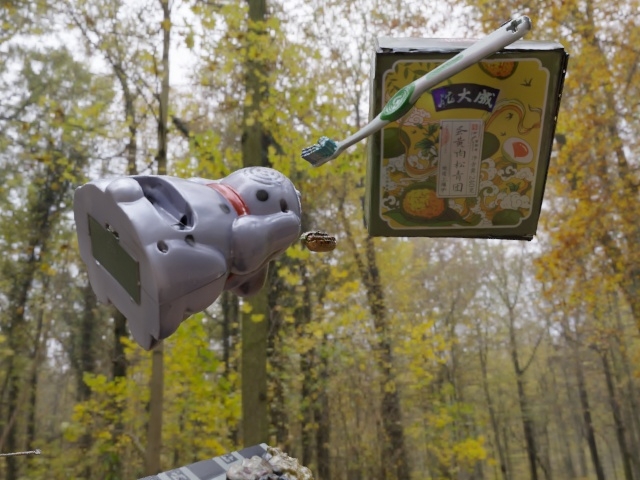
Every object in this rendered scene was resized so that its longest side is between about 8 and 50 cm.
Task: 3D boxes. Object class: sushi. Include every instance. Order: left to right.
[{"bbox_3d":[-0.060,0.283,0.759,0.192,0.050,0.215,31,15,34],"label":"sushi"}]

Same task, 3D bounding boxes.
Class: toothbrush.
[{"bbox_3d":[0.129,-0.209,1.012,0.418,0.042,0.040,-26,-42,36],"label":"toothbrush"}]

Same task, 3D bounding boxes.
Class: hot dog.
[{"bbox_3d":[0.000,0.000,1.373,0.037,0.049,0.122,-51,-19,19],"label":"hot dog"}]

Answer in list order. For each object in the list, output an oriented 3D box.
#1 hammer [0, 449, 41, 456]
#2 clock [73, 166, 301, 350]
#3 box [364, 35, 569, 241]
[{"bbox_3d":[-0.559,0.382,1.204,0.123,0.029,0.014,9,-30,-43],"label":"hammer"},{"bbox_3d":[-0.125,-0.007,0.771,0.254,0.189,0.189,-19,-7,-41],"label":"clock"},{"bbox_3d":[0.287,-0.209,1.429,0.373,0.138,0.420,1,-64,1],"label":"box"}]
